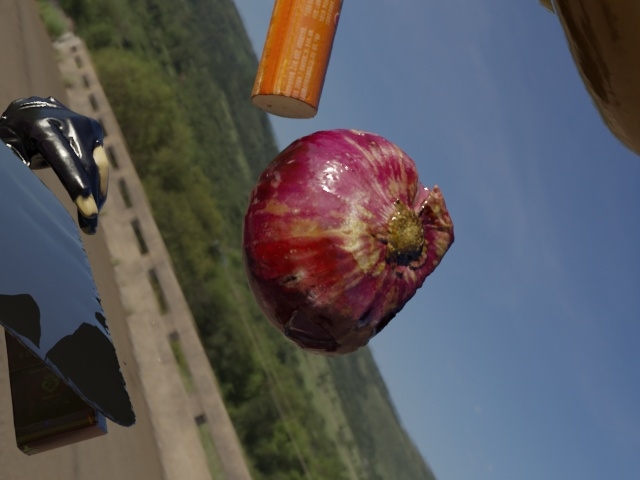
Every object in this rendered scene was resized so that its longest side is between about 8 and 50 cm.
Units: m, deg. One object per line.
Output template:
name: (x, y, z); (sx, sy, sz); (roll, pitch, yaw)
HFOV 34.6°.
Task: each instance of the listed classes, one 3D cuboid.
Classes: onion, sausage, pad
onion: (0.011, -0.008, 1.278); (0.230, 0.272, 0.256); (54, 33, -19)
sausage: (0.261, -0.168, 0.839); (0.134, 0.116, 0.354); (33, -18, 47)
sausage: (-0.015, -0.325, 1.391); (0.093, 0.093, 0.312); (94, 10, -80)
pad: (-0.208, -0.003, 0.600); (0.315, 0.063, 0.375); (49, 0, -26)

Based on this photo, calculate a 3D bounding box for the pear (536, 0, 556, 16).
pear: (0.361, -0.424, 1.240); (0.304, 0.304, 0.304); (156, -90, -86)

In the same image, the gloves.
gloves: (-0.441, -0.130, 1.706); (0.301, 0.197, 0.152); (55, -41, 26)

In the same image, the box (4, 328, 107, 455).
box: (-0.164, 0.086, 0.638); (0.023, 0.051, 0.082); (74, 0, -62)
